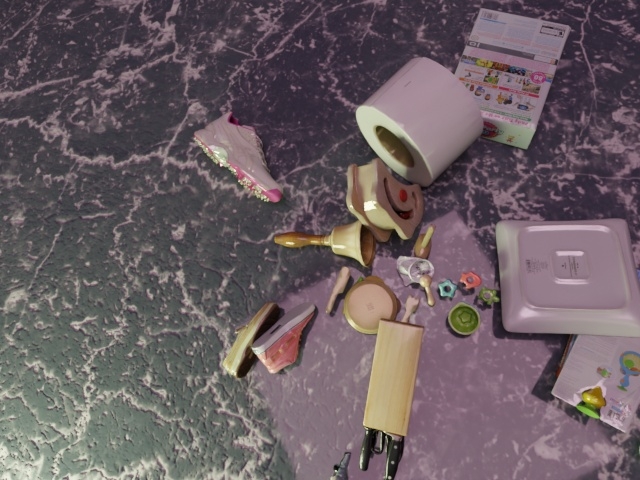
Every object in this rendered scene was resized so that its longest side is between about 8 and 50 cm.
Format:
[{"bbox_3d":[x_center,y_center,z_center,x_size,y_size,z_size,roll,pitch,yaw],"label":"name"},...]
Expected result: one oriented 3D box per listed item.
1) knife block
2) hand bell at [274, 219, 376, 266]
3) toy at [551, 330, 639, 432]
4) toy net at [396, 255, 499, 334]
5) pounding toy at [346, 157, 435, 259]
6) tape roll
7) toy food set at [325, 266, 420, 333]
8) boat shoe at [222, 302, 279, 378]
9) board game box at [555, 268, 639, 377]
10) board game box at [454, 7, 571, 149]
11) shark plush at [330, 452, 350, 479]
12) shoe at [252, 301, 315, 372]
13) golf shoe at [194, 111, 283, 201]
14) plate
[{"bbox_3d":[0.136,0.325,0.950,0.088,0.275,0.242,9,45,12],"label":"knife block"},{"bbox_3d":[0.000,0.000,1.157,0.242,0.126,0.126,-1,72,22],"label":"hand bell"},{"bbox_3d":[0.572,0.241,0.956,0.137,0.056,0.237,26,68,28],"label":"toy"},{"bbox_3d":[0.270,0.099,1.072,0.232,0.045,0.122,38,109,18],"label":"toy net"},{"bbox_3d":[0.190,-0.086,1.077,0.155,0.269,0.154,-8,52,39],"label":"pounding toy"},{"bbox_3d":[0.225,-0.269,1.114,0.169,0.246,0.246,-43,71,-6],"label":"tape roll"},{"bbox_3d":[0.118,0.150,1.114,0.192,0.038,0.132,24,85,11],"label":"toy food set"},{"bbox_3d":[-0.169,0.221,1.126,0.072,0.068,0.190,25,77,31],"label":"boat shoe"},{"bbox_3d":[0.616,0.185,1.016,0.145,0.027,0.281,22,78,17],"label":"board game box"},{"bbox_3d":[0.455,-0.404,1.195,0.224,0.097,0.303,20,76,16],"label":"board game box"},{"bbox_3d":[0.042,0.535,1.009,0.067,0.073,0.161,13,53,-6],"label":"shark plush"},{"bbox_3d":[-0.069,0.223,1.110,0.178,0.063,0.081,-38,107,-25],"label":"shoe"},{"bbox_3d":[-0.191,-0.224,1.244,0.306,0.115,0.140,41,80,18],"label":"golf shoe"},{"bbox_3d":[0.526,0.062,1.021,0.278,0.045,0.277,-1,59,15],"label":"plate"}]
